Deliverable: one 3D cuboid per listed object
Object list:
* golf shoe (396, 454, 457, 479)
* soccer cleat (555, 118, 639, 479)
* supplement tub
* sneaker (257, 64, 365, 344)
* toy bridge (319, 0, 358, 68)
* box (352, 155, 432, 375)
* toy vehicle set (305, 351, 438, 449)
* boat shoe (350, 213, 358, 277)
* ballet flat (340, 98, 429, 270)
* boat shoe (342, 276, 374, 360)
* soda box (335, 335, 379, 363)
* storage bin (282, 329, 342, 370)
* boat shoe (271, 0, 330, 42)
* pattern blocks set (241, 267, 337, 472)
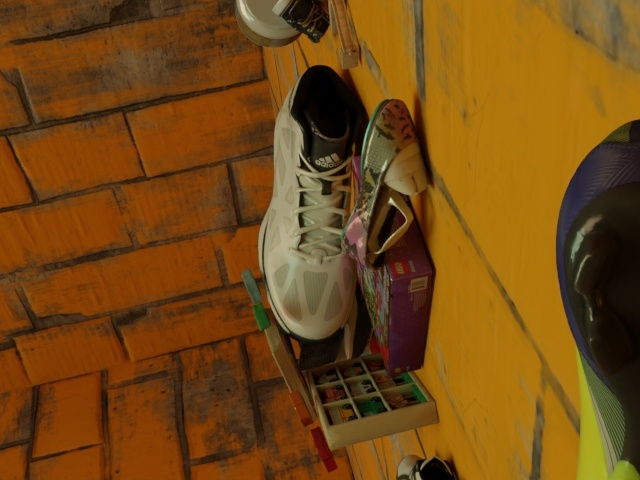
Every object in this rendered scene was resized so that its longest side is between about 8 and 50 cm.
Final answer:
[{"bbox_3d":[0.163,0.345,1.206,0.198,0.077,0.093,-134,46,-73],"label":"golf shoe"},{"bbox_3d":[0.173,0.076,0.418,0.121,0.093,0.289,-60,-37,-50],"label":"soccer cleat"},{"bbox_3d":[-0.081,-0.429,1.497,0.200,0.144,0.144,-138,36,-80],"label":"supplement tub"},{"bbox_3d":[-0.019,-0.066,1.322,0.257,0.169,0.447,104,165,-78],"label":"sneaker"},{"bbox_3d":[0.025,-0.334,1.229,0.063,0.026,0.188,85,172,-51],"label":"toy bridge"},{"bbox_3d":[0.096,0.041,1.183,0.293,0.057,0.201,85,172,-56],"label":"box"},{"bbox_3d":[0.074,0.247,1.335,0.267,0.166,0.035,-128,26,-78],"label":"toy vehicle set"},{"bbox_3d":[0.057,0.032,1.625,0.059,0.063,0.170,83,-178,-68],"label":"boat shoe"},{"bbox_3d":[0.080,-0.055,0.964,0.079,0.077,0.221,40,134,29],"label":"ballet flat"},{"bbox_3d":[0.078,0.144,1.534,0.254,0.079,0.095,88,170,-52],"label":"boat shoe"},{"bbox_3d":[0.067,0.218,1.721,0.091,0.098,0.286,-141,40,-81],"label":"soda box"},{"bbox_3d":[-0.020,0.167,1.613,0.180,0.084,0.122,98,155,-62],"label":"storage bin"},{"bbox_3d":[-0.022,-0.360,1.314,0.083,0.065,0.183,37,-170,-4],"label":"boat shoe"},{"bbox_3d":[-0.053,0.214,1.418,0.285,0.026,0.324,-117,4,-51],"label":"pattern blocks set"}]
